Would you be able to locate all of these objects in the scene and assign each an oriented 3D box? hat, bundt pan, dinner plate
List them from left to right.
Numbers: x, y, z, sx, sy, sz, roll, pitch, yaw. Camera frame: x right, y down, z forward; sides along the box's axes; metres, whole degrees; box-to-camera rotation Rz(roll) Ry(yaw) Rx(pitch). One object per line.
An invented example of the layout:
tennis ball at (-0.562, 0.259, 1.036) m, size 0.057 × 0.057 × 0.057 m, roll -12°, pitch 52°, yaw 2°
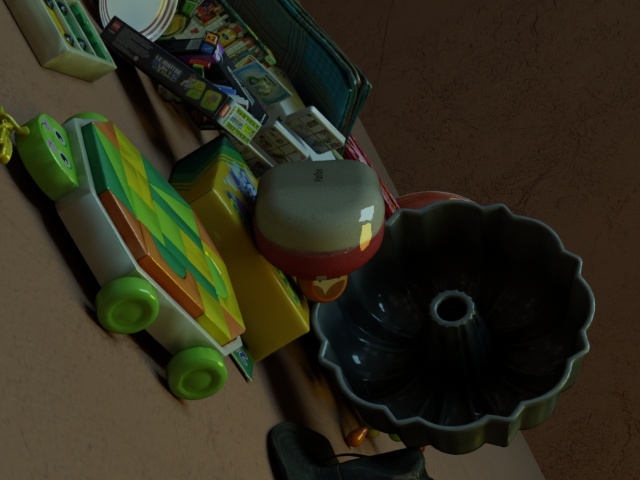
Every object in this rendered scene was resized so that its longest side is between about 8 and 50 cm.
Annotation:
dinner plate at (-0.242, -0.323, 1.988) m, size 0.017 × 0.141 × 0.141 m, roll 20°, pitch -18°, yaw 36°
hat at (0.084, 0.308, 1.660) m, size 0.331 × 0.134 × 0.331 m, roll 58°, pitch 10°, yaw -15°
bundt pan at (0.158, 0.114, 1.789) m, size 0.124 × 0.331 × 0.331 m, roll 79°, pitch -10°, yaw -52°

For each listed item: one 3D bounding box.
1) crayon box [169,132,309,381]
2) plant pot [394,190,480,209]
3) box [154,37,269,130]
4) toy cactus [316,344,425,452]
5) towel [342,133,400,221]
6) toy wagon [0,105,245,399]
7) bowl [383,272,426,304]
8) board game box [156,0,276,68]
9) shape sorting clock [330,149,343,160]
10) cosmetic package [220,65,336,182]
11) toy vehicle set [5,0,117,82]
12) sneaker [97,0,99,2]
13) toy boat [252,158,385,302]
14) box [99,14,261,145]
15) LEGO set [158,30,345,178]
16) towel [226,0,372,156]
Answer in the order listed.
crayon box at (-0.097, 0.010, 1.788) m, size 0.203 × 0.083 × 0.323 m, roll 57°, pitch 10°, yaw -15°
plant pot at (0.194, 0.102, 2.587) m, size 0.272 × 0.272 × 0.265 m, roll 53°, pitch 19°, yaw -33°
box at (-0.157, -0.215, 2.102) m, size 0.162 × 0.116 × 0.029 m, roll 54°, pitch 50°, yaw -41°
toy cactus at (0.058, 0.206, 2.026) m, size 0.180 × 0.112 × 0.219 m, roll 43°, pitch 1°, yaw 34°
towel at (0.016, -0.103, 2.509) m, size 0.199 × 0.031 × 0.275 m, roll 57°, pitch -25°, yaw -13°
toy wagon at (-0.187, -0.014, 1.424) m, size 0.344 × 0.068 × 0.267 m, roll 51°, pitch 12°, yaw -43°
bowl at (0.052, 0.070, 2.092) m, size 0.391 × 0.077 × 0.391 m, roll 50°, pitch -8°, yaw 9°
board game box at (-0.171, -0.283, 2.163) m, size 0.259 × 0.136 × 0.030 m, roll 41°, pitch 23°, yaw -61°
shape sorting clock at (0.000, -0.064, 2.362) m, size 0.206 × 0.040 × 0.206 m, roll 38°, pitch -39°, yaw 38°
cosmetic package at (-0.065, -0.144, 2.292) m, size 0.085 × 0.117 × 0.231 m, roll 8°, pitch 47°, yaw -58°
toy vehicle set at (-0.330, -0.306, 1.687) m, size 0.267 × 0.035 × 0.166 m, roll 60°, pitch 9°, yaw 5°
sneaker at (-0.281, -0.401, 2.078) m, size 0.080 × 0.094 × 0.212 m, roll 50°, pitch 13°, yaw -40°
toy boat at (0.000, 0.000, 1.738) m, size 0.231 × 0.151 × 0.151 m, roll -90°, pitch 176°, yaw -73°
box at (-0.178, -0.203, 1.922) m, size 0.207 × 0.036 × 0.114 m, roll 36°, pitch 0°, yaw 24°
LEGO set at (-0.105, -0.192, 2.048) m, size 0.244 × 0.182 × 0.060 m, roll 42°, pitch 47°, yaw -32°
towel at (-0.075, -0.283, 2.391) m, size 0.370 × 0.040 × 0.271 m, roll 50°, pitch -33°, yaw 20°
